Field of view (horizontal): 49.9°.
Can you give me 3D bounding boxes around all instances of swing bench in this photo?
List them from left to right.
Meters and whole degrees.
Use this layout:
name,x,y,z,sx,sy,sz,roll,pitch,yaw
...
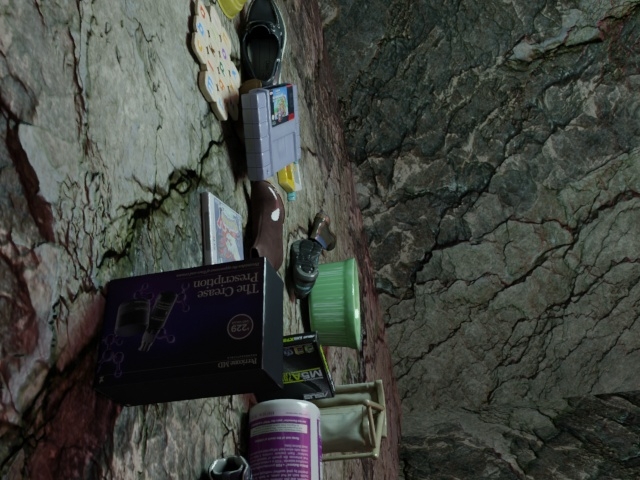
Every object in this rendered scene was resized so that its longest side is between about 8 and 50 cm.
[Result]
name,x,y,z,sx,sy,sz,roll,pitch,yaw
swing bench,0.041,0.495,1.882,0.255,0.253,0.165,-2,83,-77

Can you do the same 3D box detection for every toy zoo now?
name,x,y,z,sx,sy,sz,roll,pitch,yaw
toy zoo,-0.111,-0.275,2.266,0.192,0.030,0.293,16,65,-77

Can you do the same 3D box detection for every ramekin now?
name,x,y,z,sx,sy,sz,roll,pitch,yaw
ramekin,0.049,0.212,2.291,0.303,0.148,0.303,-3,90,-84

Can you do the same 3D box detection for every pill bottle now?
name,x,y,z,sx,sy,sz,roll,pitch,yaw
pill bottle,-0.079,0.520,1.522,0.169,0.169,0.301,62,23,-57

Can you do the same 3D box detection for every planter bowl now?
name,x,y,z,sx,sy,sz,roll,pitch,yaw
planter bowl,-0.233,-0.733,1.903,0.217,0.091,0.217,-9,90,-78

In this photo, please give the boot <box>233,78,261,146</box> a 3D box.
name,x,y,z,sx,sy,sz,roll,pitch,yaw
boot,-0.184,-0.329,1.891,0.152,0.073,0.197,60,36,-56

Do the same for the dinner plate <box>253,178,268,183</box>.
name,x,y,z,sx,sy,sz,roll,pitch,yaw
dinner plate,-0.168,-0.148,1.948,0.141,0.017,0.141,-10,90,-77

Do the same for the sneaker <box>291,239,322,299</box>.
name,x,y,z,sx,sy,sz,roll,pitch,yaw
sneaker,-0.056,0.084,2.178,0.267,0.101,0.106,-81,-176,-63

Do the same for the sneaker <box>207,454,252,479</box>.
name,x,y,z,sx,sy,sz,roll,pitch,yaw
sneaker,-0.165,0.514,1.288,0.226,0.086,0.163,-99,-177,-50

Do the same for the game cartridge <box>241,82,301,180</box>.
name,x,y,z,sx,sy,sz,roll,pitch,yaw
game cartridge,-0.124,-0.307,1.878,0.355,0.068,0.230,-49,142,-68

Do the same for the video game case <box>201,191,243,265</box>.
name,x,y,z,sx,sy,sz,roll,pitch,yaw
video game case,-0.221,0.003,1.583,0.201,0.023,0.183,45,38,-70

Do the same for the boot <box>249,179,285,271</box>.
name,x,y,z,sx,sy,sz,roll,pitch,yaw
boot,-0.145,-0.022,1.787,0.207,0.090,0.248,-73,155,-68

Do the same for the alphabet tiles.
name,x,y,z,sx,sy,sz,roll,pitch,yaw
alphabet tiles,-0.262,-0.446,1.724,0.278,0.021,0.284,62,22,-57

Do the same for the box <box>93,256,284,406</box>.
name,x,y,z,sx,sy,sz,roll,pitch,yaw
box,-0.193,0.141,1.049,0.103,0.261,0.184,60,24,-59

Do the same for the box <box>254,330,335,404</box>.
name,x,y,z,sx,sy,sz,roll,pitch,yaw
box,-0.077,0.307,1.627,0.045,0.191,0.184,-82,160,-60

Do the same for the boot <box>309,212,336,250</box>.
name,x,y,z,sx,sy,sz,roll,pitch,yaw
boot,0.000,0.000,2.535,0.219,0.082,0.106,71,37,-53

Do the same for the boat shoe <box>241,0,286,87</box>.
name,x,y,z,sx,sy,sz,roll,pitch,yaw
boat shoe,-0.170,-0.579,1.997,0.113,0.127,0.339,80,13,-77
